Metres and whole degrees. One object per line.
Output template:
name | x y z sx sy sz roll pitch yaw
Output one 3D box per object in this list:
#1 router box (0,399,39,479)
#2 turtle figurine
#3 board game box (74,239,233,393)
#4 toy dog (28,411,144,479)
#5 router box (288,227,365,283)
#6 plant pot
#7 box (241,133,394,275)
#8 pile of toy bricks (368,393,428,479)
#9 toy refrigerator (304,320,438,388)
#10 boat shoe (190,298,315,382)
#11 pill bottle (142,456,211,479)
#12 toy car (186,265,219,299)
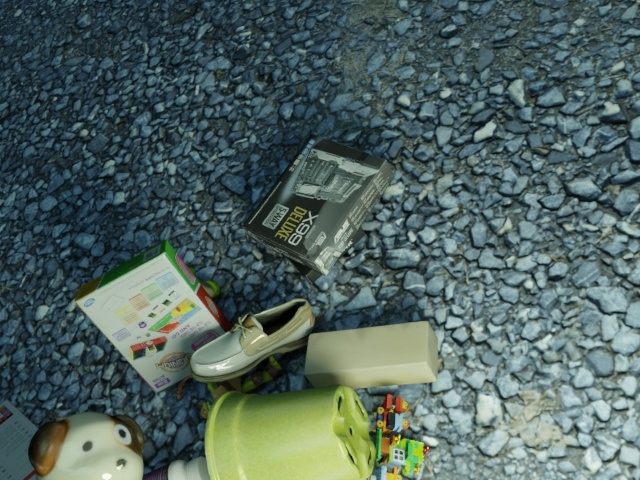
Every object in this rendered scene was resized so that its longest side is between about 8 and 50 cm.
router box | -0.785 0.581 1.805 0.301 0.082 0.335 27 55 34
turtle figurine | -0.188 0.340 1.725 0.217 0.087 0.269 -40 36 -14
board game box | -0.368 0.183 1.770 0.242 0.316 0.064 -27 28 8
toy dog | -0.465 0.543 1.523 0.395 0.285 0.407 28 107 54
router box | 0.000 0.000 1.869 0.179 0.046 0.133 -43 52 -4
plant pot | -0.042 0.398 1.487 0.254 0.276 0.276 -20 54 20
box | -0.005 -0.092 1.850 0.242 0.076 0.307 25 72 36
pile of toy bricks | 0.162 0.414 1.514 0.105 0.118 0.212 15 49 -9
toy refrigerator | 0.110 0.251 1.634 0.270 0.094 0.102 -9 50 20
boat shoe | -0.152 0.211 1.695 0.302 0.103 0.113 -22 40 -25
pill bottle | -0.328 0.541 1.658 0.193 0.108 0.108 -26 53 10
toy car | -0.361 0.166 1.886 0.149 0.155 0.188 29 96 15
